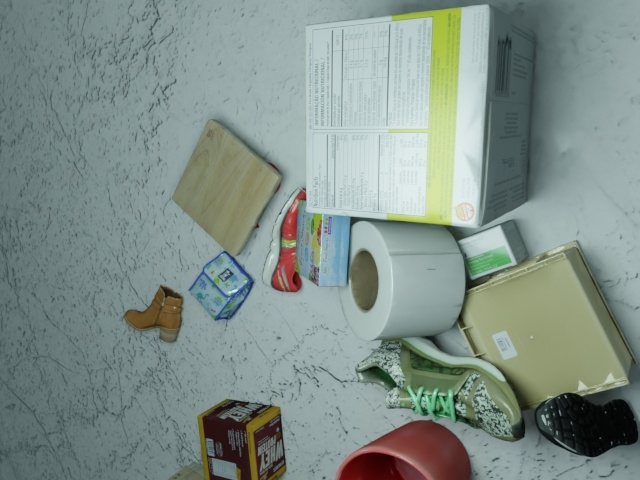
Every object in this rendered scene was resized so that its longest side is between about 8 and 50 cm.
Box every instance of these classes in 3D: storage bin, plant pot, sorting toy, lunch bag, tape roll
[{"bbox_3d":[0.431,0.177,1.129,0.260,0.123,0.262,-28,84,32],"label":"storage bin"},{"bbox_3d":[0.202,0.535,1.255,0.275,0.243,0.275,6,102,31],"label":"plant pot"},{"bbox_3d":[-0.231,-0.138,1.487,0.255,0.089,0.257,41,116,18],"label":"sorting toy"},{"bbox_3d":[-0.266,0.124,1.557,0.129,0.096,0.151,44,103,20],"label":"lunch bag"},{"bbox_3d":[0.160,0.080,1.183,0.246,0.169,0.246,180,90,-66],"label":"tape roll"}]

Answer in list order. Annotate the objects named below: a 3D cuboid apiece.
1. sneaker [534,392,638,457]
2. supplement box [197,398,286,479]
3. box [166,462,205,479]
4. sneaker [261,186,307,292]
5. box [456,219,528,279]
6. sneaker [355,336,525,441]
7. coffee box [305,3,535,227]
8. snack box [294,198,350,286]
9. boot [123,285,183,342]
[{"bbox_3d":[0.462,0.351,1.054,0.124,0.283,0.107,-31,53,44],"label":"sneaker"},{"bbox_3d":[-0.216,0.562,1.576,0.194,0.129,0.191,-1,97,31],"label":"supplement box"},{"bbox_3d":[-0.290,0.767,1.660,0.311,0.121,0.148,-2,97,31],"label":"box"},{"bbox_3d":[-0.058,0.002,1.421,0.118,0.107,0.279,18,111,8],"label":"sneaker"},{"bbox_3d":[0.350,0.018,1.160,0.101,0.102,0.087,-24,84,33],"label":"box"},{"bbox_3d":[0.224,0.318,1.168,0.410,0.182,0.158,18,127,55],"label":"sneaker"},{"bbox_3d":[0.192,-0.224,1.075,0.334,0.337,0.338,6,102,31],"label":"coffee box"},{"bbox_3d":[0.000,0.000,1.265,0.207,0.070,0.174,-158,71,-73],"label":"snack box"},{"bbox_3d":[-0.499,0.204,1.720,0.197,0.073,0.152,19,109,14],"label":"boot"}]
